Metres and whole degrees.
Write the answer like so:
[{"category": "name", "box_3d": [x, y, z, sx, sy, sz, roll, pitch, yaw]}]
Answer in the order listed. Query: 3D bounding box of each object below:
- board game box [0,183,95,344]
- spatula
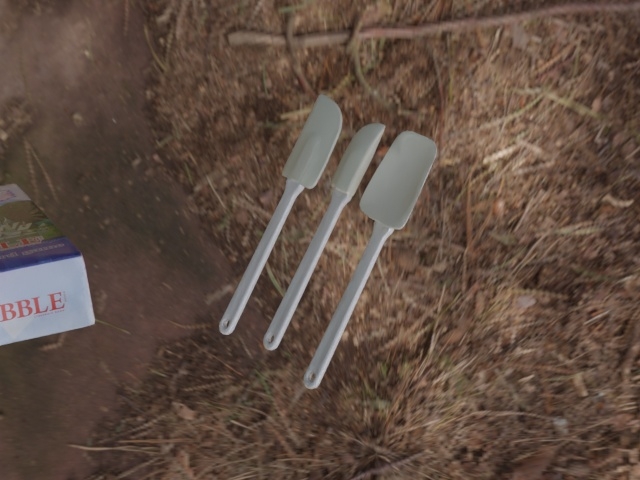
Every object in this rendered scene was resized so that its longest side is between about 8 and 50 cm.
[{"category": "board game box", "box_3d": [-0.386, 0.035, 1.047, 0.319, 0.318, 0.065, -12, 107, -21]}, {"category": "spatula", "box_3d": [0.000, 0.000, 1.089, 0.168, 0.019, 0.242, 29, 95, 40]}]
